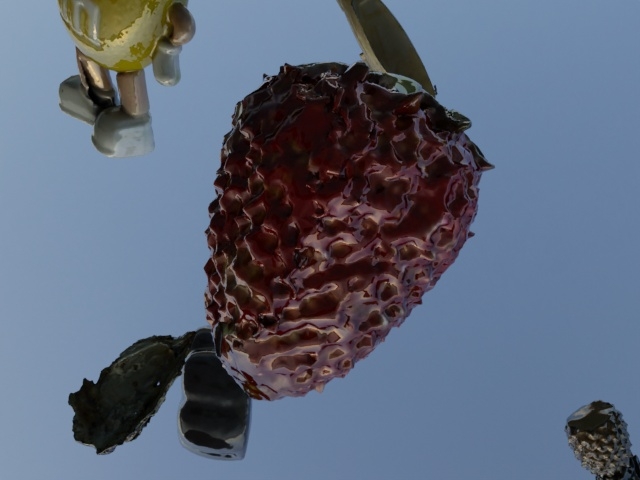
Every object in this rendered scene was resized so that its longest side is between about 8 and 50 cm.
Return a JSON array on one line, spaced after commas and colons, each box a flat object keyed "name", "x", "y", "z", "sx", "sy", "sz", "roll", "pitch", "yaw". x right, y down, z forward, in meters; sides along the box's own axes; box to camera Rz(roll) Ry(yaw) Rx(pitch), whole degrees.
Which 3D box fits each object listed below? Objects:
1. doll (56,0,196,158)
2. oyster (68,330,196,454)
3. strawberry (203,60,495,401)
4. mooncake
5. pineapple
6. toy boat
[{"name": "doll", "x": -0.309, "y": -0.332, "z": 1.166, "sx": 0.347, "sy": 0.424, "sz": 0.161, "roll": 4, "pitch": -157, "yaw": 35}, {"name": "oyster", "x": -0.162, "y": 0.136, "z": 0.716, "sx": 0.132, "sy": 0.029, "sz": 0.086, "roll": -24, "pitch": -118, "yaw": -6}, {"name": "strawberry", "x": -0.001, "y": -0.001, "z": 0.779, "sx": 0.292, "sy": 0.292, "sz": 0.344, "roll": 21, "pitch": -98, "yaw": 40}, {"name": "mooncake", "x": -0.189, "y": 0.279, "z": 1.464, "sx": 0.133, "sy": 0.245, "sz": 0.245, "roll": 7, "pitch": -119, "yaw": -6}, {"name": "pineapple", "x": 0.337, "y": 0.263, "z": 0.909, "sx": 0.074, "sy": 0.159, "sz": 0.074, "roll": -29, "pitch": -169, "yaw": 6}, {"name": "toy boat", "x": 0.085, "y": -0.245, "z": 1.046, "sx": 0.064, "sy": 0.206, "sz": 0.072, "roll": -37, "pitch": -163, "yaw": -12}]
